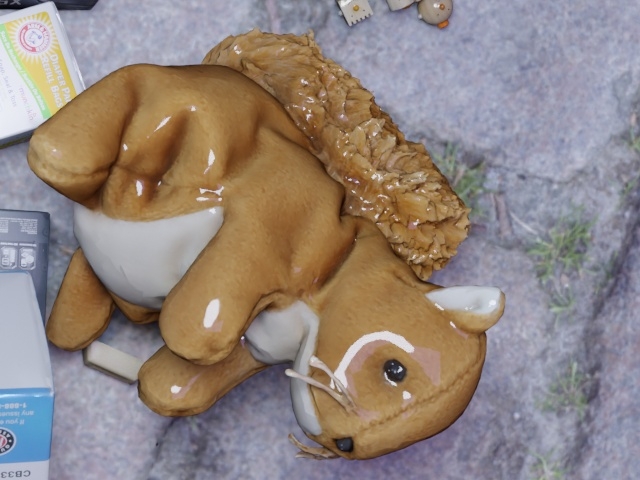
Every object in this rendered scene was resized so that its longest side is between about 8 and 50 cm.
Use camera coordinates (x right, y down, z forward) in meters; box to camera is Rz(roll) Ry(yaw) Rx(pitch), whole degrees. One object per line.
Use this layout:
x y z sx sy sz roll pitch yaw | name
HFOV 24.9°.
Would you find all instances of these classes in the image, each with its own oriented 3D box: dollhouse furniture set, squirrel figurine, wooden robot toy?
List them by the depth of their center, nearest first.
0.000 0.000 1.254 0.370 0.281 0.397 29 47 16 | squirrel figurine
-0.155 0.092 1.347 0.114 0.091 0.081 25 66 -12 | dollhouse furniture set
0.105 -0.244 1.439 0.173 0.076 0.079 -30 108 -16 | wooden robot toy

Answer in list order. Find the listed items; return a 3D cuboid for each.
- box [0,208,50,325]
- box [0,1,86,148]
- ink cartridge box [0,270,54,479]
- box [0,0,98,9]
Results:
-0.362 0.059 1.287 0.232 0.059 0.183 2 87 -18 | box
-0.320 -0.125 1.276 0.203 0.114 0.103 -20 93 -17 | box
-0.329 0.188 1.172 0.198 0.197 0.270 -1 118 -17 | ink cartridge box
-0.323 -0.367 1.302 0.242 0.076 0.307 -2 89 -18 | box
